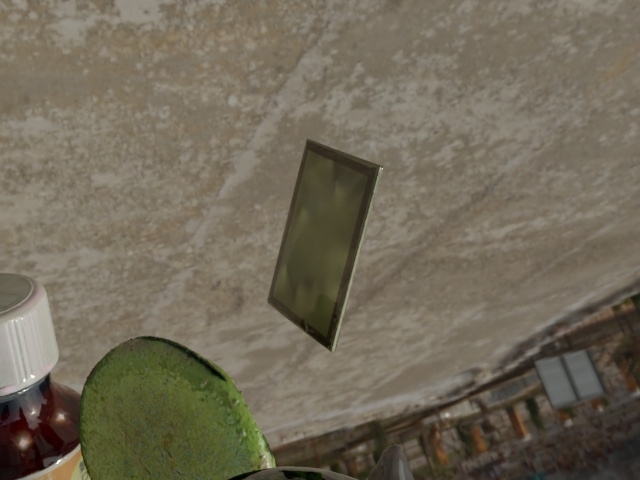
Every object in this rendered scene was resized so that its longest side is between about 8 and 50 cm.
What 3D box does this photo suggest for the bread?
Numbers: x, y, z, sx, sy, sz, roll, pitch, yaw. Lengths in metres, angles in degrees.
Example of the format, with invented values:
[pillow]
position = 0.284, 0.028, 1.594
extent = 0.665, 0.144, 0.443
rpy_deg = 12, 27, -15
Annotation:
[bread]
position = -0.172, 0.252, 0.943
extent = 0.301, 0.301, 0.045
rpy_deg = -34, 176, 35

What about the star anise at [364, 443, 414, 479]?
[star anise]
position = 0.010, 0.236, 0.300
extent = 0.108, 0.315, 0.315
rpy_deg = 2, 159, 2

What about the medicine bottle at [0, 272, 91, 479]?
[medicine bottle]
position = -0.449, 0.253, 1.161
extent = 0.243, 0.242, 0.394
rpy_deg = -13, 120, -17

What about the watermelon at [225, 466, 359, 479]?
[watermelon]
position = -0.018, 0.317, 0.626
extent = 0.285, 0.285, 0.285
rpy_deg = -17, 160, -6

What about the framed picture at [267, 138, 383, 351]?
[framed picture]
position = 0.000, 0.000, 1.017
extent = 0.010, 0.173, 0.231
rpy_deg = 7, 104, -34
